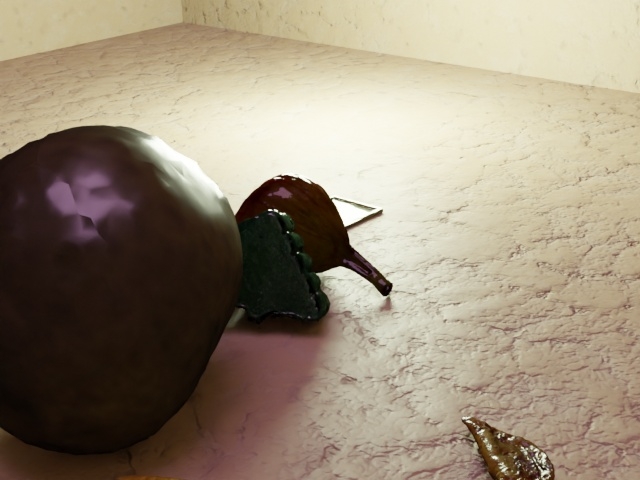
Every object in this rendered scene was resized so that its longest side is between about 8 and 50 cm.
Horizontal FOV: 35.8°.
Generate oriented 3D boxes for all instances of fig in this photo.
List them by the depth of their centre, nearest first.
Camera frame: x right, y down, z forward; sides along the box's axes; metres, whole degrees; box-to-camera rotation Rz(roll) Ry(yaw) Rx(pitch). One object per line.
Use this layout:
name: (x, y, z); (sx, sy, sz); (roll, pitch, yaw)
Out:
fig: (-0.017, 0.021, 1.731); (0.290, 0.190, 0.190); (44, 33, 1)

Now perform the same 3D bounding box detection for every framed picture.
framed picture: (0.011, -0.047, 1.999); (0.136, 0.010, 0.201); (17, 29, 39)

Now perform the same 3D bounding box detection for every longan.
longan: (-0.302, 0.049, 1.314); (0.404, 0.403, 0.436); (2, 26, 10)

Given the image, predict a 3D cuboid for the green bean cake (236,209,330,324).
green bean cake: (-0.109, 0.068, 1.592); (0.208, 0.193, 0.107); (-23, 2, 9)

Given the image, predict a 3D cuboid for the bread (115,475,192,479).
bread: (-0.107, 0.317, 1.062); (0.305, 0.091, 0.142); (5, 19, 14)

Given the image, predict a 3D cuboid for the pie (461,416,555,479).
pie: (0.237, 0.269, 1.209); (0.088, 0.033, 0.191); (3, 17, -9)
